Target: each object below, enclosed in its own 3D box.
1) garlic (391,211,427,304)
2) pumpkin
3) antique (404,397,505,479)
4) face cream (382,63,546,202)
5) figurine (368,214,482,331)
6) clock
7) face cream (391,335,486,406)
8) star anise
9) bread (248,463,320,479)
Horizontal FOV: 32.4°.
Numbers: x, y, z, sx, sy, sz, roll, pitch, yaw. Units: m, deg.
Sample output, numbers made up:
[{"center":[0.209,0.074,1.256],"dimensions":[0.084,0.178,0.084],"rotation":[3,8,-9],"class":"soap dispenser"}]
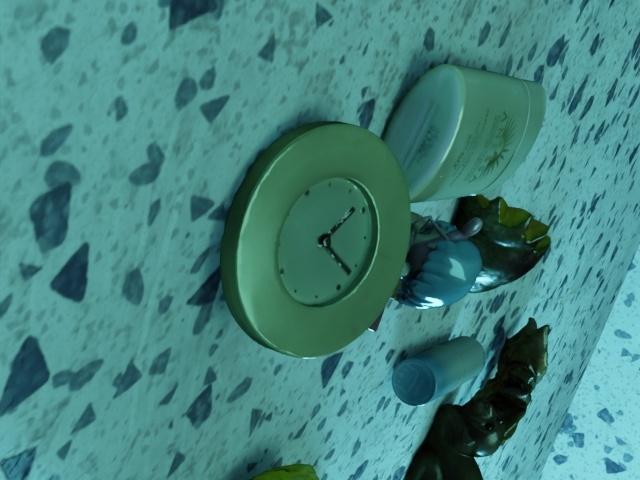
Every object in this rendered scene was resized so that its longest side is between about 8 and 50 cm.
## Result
[{"center":[0.122,0.017,1.418],"dimensions":[0.084,0.066,0.152],"rotation":[-31,144,-49],"class":"garlic"},{"center":[0.257,0.035,1.653],"dimensions":[0.149,0.130,0.254],"rotation":[-59,159,-10],"class":"pumpkin"},{"center":[0.258,0.413,2.064],"dimensions":[0.257,0.143,0.121],"rotation":[-66,156,2],"class":"antique"},{"center":[0.185,-0.129,1.373],"dimensions":[0.348,0.081,0.173],"rotation":[-8,127,-63],"class":"face cream"},{"center":[0.066,0.058,1.254],"dimensions":[0.260,0.103,0.205],"rotation":[-16,148,-34],"class":"figurine"},{"center":[0.000,0.000,1.080],"dimensions":[0.235,0.029,0.235],"rotation":[-15,113,-40],"class":"clock"},{"center":[0.194,0.207,1.772],"dimensions":[0.250,0.077,0.077],"rotation":[-7,121,-65],"class":"face cream"},{"center":[0.370,0.305,2.211],"dimensions":[0.349,0.109,0.292],"rotation":[-68,167,20],"class":"star anise"},{"center":[-0.044,0.371,1.326],"dimensions":[0.197,0.170,0.197],"rotation":[-33,145,-28],"class":"bread"}]
